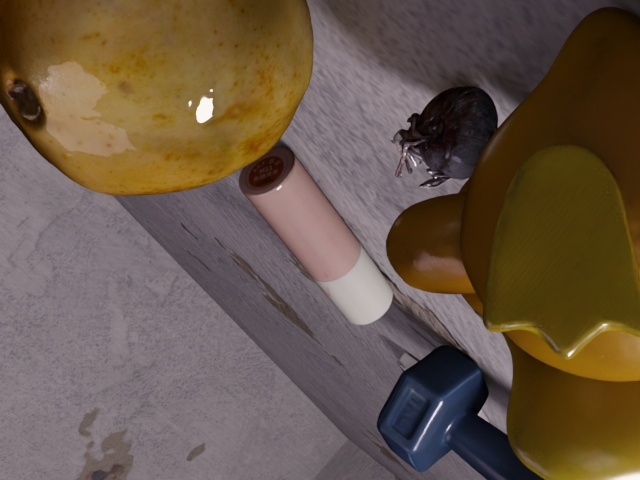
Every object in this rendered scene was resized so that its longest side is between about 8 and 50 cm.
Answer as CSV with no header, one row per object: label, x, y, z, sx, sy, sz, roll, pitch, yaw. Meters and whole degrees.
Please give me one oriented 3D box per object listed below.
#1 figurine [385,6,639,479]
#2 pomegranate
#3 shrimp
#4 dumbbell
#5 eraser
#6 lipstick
figurine,0.137,0.003,0.535,0.215,0.215,0.228,38,154,21
pomegranate,-0.118,-0.134,0.726,0.233,0.233,0.233,41,169,9
shrimp,0.079,-0.063,0.711,0.056,0.065,0.165,19,171,-6
dumbbell,0.224,0.267,1.297,0.325,0.160,0.144,34,136,31
eraser,0.185,0.231,1.618,0.150,0.023,0.104,34,167,36
lipstick,0.000,0.000,1.237,0.070,0.070,0.254,31,165,46
